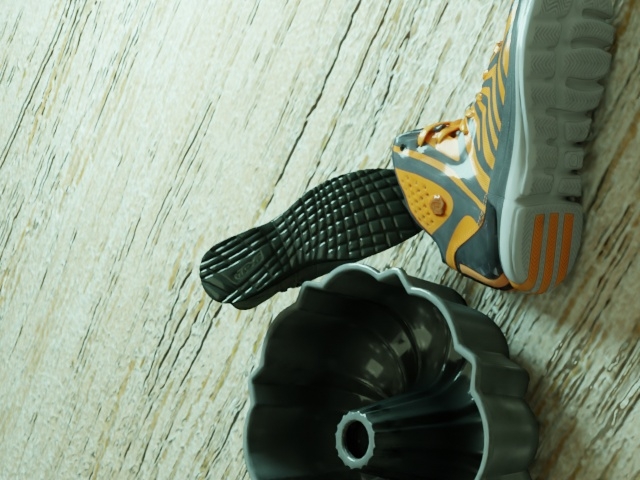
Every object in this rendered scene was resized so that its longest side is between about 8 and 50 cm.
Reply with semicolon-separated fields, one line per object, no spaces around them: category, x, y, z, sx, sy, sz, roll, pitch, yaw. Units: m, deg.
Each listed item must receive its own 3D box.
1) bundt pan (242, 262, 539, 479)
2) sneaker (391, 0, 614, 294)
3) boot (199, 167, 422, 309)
bundt pan;0.075;0.188;1.408;0.331;0.124;0.331;-7;80;47
sneaker;0.151;-0.120;1.352;0.180;0.124;0.321;15;98;47
boot;0.000;0.000;1.506;0.246;0.161;0.083;-22;82;8
